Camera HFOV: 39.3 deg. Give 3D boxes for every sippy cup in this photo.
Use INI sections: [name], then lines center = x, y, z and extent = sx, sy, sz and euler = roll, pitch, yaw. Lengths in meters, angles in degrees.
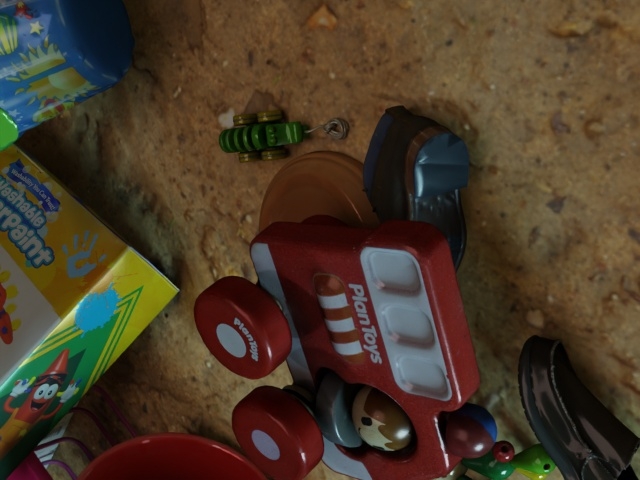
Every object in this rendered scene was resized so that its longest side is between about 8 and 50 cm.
[sippy cup]
center = -0.363, -0.245, 1.101
extent = 0.224, 0.240, 0.305
euler = -13, 80, 20

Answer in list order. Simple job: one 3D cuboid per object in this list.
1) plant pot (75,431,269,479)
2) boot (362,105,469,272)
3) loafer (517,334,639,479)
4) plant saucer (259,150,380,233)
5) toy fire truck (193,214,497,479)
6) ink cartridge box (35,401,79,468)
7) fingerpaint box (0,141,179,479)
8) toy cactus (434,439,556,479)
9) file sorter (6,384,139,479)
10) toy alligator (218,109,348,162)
[plant pot]
center = -0.193, 0.425, 1.138
extent = 0.275, 0.275, 0.243
euler = 35, 131, 29
[boot]
center = 0.093, -0.030, 0.918
extent = 0.106, 0.082, 0.219
euler = -126, 36, -51
[loafer]
center = 0.253, 0.182, 0.818
extent = 0.078, 0.080, 0.220
euler = -26, 88, 31
[plant saucer]
center = 0.000, 0.000, 1.008
extent = 0.200, 0.037, 0.199
euler = 10, 105, 38
[toy fire truck]
center = 0.040, 0.117, 0.859
extent = 0.254, 0.169, 0.302
euler = 6, 121, 43
[ink cartridge box]
center = -0.528, 0.287, 1.427
extent = 0.168, 0.171, 0.232
euler = 47, 125, 23
[fingerpaint box]
center = -0.480, 0.055, 1.220
extent = 0.445, 0.163, 0.371
euler = 36, 80, 28
[toy cactus]
center = 0.144, 0.260, 0.914
extent = 0.180, 0.112, 0.219
euler = 51, 136, 32
[file sorter]
center = -0.393, 0.381, 1.328
extent = 0.202, 0.182, 0.290
euler = 47, 127, 21
[toy alligator]
center = -0.058, -0.119, 1.019
extent = 0.190, 0.051, 0.056
euler = -1, 100, 40
